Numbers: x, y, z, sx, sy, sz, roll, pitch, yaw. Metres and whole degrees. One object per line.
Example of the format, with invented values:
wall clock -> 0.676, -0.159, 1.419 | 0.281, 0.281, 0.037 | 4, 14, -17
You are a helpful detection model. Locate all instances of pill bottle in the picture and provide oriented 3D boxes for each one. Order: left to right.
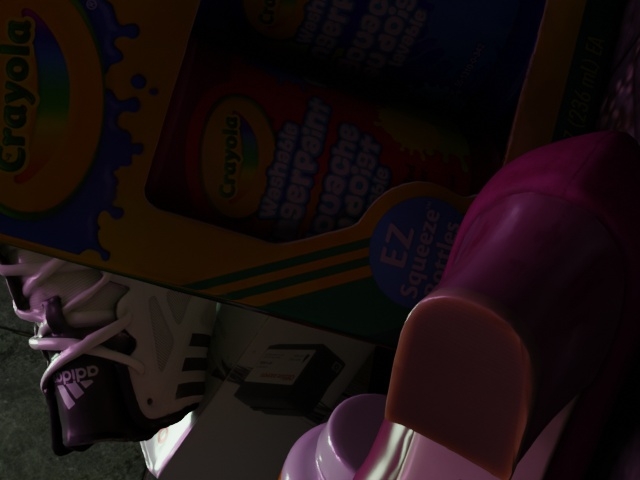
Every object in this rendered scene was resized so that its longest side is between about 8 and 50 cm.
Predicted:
pill bottle -> 0.016, 0.212, 0.662 | 0.117, 0.117, 0.215 | -82, 9, -54

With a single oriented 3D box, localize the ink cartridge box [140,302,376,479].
ink cartridge box -> -0.061, 0.090, 0.970 | 0.307, 0.129, 0.223 | -54, 29, 7

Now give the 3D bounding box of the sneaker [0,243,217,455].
sneaker -> -0.188, 0.014, 0.724 | 0.447, 0.169, 0.258 | 55, -159, -54

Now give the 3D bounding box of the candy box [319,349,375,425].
candy box -> -0.029, 0.190, 1.065 | 0.183, 0.087, 0.317 | -36, 34, 47

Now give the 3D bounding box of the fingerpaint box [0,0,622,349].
fingerpaint box -> -0.007, -0.175, 0.584 | 0.163, 0.371, 0.445 | 173, 113, -74

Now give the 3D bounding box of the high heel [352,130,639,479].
high heel -> 0.086, 0.126, 0.491 | 0.181, 0.127, 0.377 | -39, -27, -44
